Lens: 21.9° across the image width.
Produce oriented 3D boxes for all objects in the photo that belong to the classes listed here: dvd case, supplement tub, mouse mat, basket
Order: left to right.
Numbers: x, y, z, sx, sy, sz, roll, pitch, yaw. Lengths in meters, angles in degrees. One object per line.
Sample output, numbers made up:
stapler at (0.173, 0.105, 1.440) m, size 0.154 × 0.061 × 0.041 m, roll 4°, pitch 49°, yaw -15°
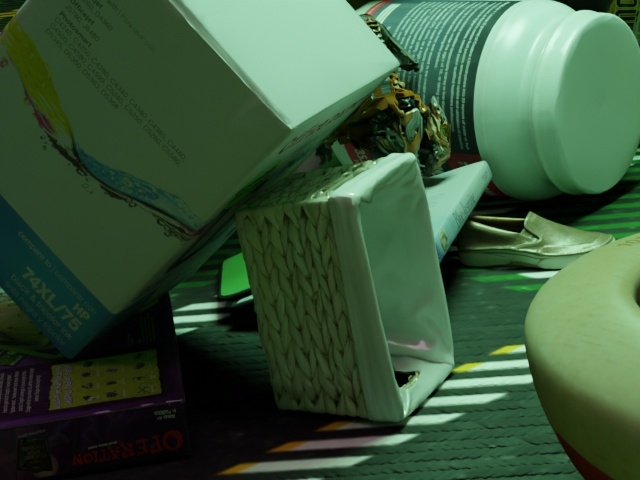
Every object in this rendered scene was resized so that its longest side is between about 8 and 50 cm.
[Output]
mouse mat at (0.000, 0.000, 1.418) m, size 0.190 × 0.007 × 0.152 m, roll -21°, pitch 12°, yaw 2°
basket at (0.017, 0.034, 1.164) m, size 0.103 × 0.167 × 0.113 m, roll -5°, pitch 16°, yaw 28°
dvd case at (0.040, -0.001, 1.419) m, size 0.180 × 0.022 × 0.253 m, roll -17°, pitch 13°, yaw 21°
supplement tub at (0.155, -0.138, 1.603) m, size 0.272 × 0.191 × 0.191 m, roll 8°, pitch 22°, yaw 39°

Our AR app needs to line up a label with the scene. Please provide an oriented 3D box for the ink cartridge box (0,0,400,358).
ink cartridge box at (-0.124, -0.093, 1.205) m, size 0.270 × 0.197 × 0.198 m, roll -44°, pitch -3°, yaw 32°

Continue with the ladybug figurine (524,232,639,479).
ladybug figurine at (0.292, 0.104, 0.830) m, size 0.305 × 0.161 × 0.449 m, roll -16°, pitch 19°, yaw -28°

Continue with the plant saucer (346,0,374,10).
plant saucer at (0.144, -0.291, 1.753) m, size 0.333 × 0.081 × 0.333 m, roll -30°, pitch -24°, yaw 6°

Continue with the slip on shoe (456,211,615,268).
slip on shoe at (0.183, -0.003, 1.412) m, size 0.135 × 0.041 × 0.051 m, roll 0°, pitch 19°, yaw 21°

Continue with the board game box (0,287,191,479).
board game box at (-0.212, 0.092, 1.258) m, size 0.208 × 0.056 × 0.347 m, roll -4°, pitch 17°, yaw -6°

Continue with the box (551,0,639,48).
box at (0.294, -0.238, 1.734) m, size 0.257 × 0.079 × 0.322 m, roll -5°, pitch -26°, yaw 0°

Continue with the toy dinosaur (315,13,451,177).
toy dinosaur at (-0.033, -0.161, 1.488) m, size 0.322 × 0.164 × 0.218 m, roll 32°, pitch 50°, yaw 24°

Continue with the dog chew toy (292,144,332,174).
dog chew toy at (-0.120, -0.108, 1.623) m, size 0.332 × 0.206 × 0.207 m, roll -10°, pitch 16°, yaw -37°
